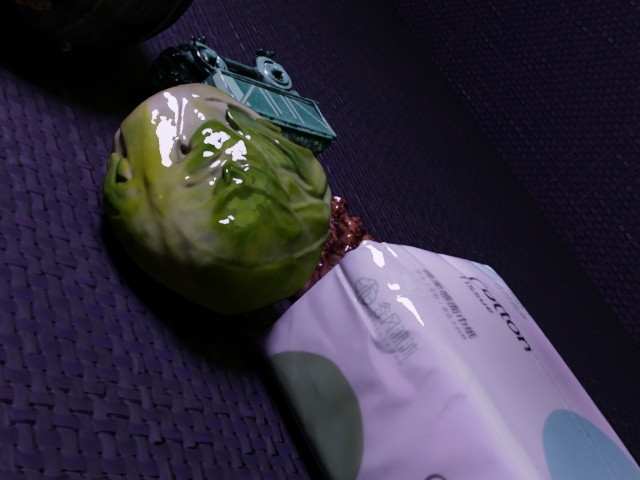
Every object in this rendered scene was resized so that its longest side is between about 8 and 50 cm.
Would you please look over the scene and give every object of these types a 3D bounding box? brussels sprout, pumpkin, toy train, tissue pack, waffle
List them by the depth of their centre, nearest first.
[{"bbox_3d":[0.140,0.191,0.746,0.266,0.194,0.356,12,41,-53],"label":"tissue pack"},{"bbox_3d":[-0.096,-0.032,0.758,0.223,0.161,0.223,17,49,-21],"label":"brussels sprout"},{"bbox_3d":[-0.266,-0.349,0.855,0.323,0.241,0.323,40,28,-26],"label":"pumpkin"},{"bbox_3d":[0.000,0.000,1.002,0.234,0.055,0.221,10,45,-50],"label":"waffle"},{"bbox_3d":[-0.101,-0.162,1.022,0.269,0.115,0.154,4,56,-59],"label":"toy train"}]
